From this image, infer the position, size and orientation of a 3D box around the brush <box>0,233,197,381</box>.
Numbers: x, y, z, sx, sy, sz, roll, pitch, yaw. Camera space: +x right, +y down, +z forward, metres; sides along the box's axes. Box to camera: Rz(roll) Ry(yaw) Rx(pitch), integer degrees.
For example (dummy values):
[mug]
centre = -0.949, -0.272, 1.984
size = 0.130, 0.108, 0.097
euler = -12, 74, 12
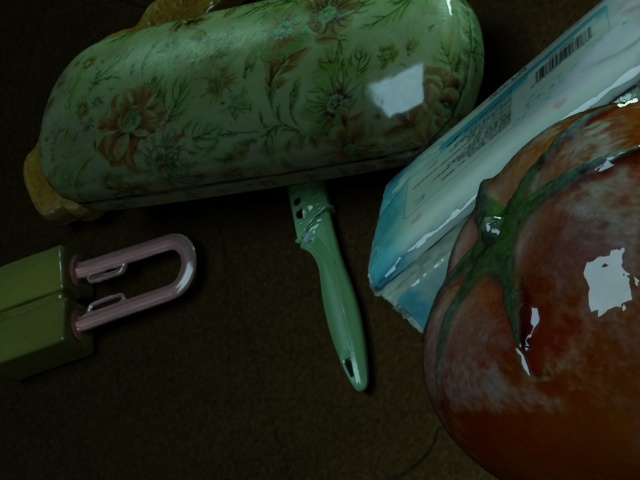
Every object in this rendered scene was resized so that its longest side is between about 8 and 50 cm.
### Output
[brush]
centre = -0.206, 0.047, 1.785
size = 0.233, 0.047, 0.103
euler = -20, 62, 32

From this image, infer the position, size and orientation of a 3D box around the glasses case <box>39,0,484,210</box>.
[glasses case]
centre = -0.059, -0.119, 1.651
size = 0.425, 0.098, 0.156
euler = -8, 65, 33

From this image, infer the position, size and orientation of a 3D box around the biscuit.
[biscuit]
centre = -0.156, -0.128, 1.816
size = 0.295, 0.044, 0.186
euler = -37, 51, 20

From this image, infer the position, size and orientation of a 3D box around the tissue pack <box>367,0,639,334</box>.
[tissue pack]
centre = 0.169, -0.051, 1.429
size = 0.271, 0.124, 0.201
euler = -41, 17, 19

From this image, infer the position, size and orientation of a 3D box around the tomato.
[tomato]
centre = 0.200, 0.048, 1.220
size = 0.265, 0.265, 0.265
euler = -15, 64, 34

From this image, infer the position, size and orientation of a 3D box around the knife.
[knife]
centre = -0.001, -0.001, 1.657
size = 0.043, 0.020, 0.293
euler = -31, 56, 28
